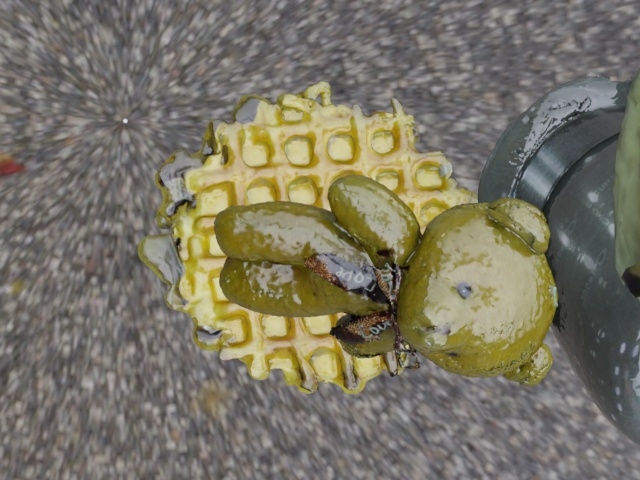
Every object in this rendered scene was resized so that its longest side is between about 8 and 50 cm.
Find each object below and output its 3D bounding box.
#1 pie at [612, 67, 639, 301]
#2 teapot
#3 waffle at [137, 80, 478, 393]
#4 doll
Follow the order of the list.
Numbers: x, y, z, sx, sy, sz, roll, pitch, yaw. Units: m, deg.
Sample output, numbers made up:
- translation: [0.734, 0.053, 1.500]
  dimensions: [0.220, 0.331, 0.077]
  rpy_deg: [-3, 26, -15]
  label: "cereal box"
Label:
- translation: [0.181, -0.005, 0.391]
  dimensions: [0.067, 0.302, 0.302]
  rpy_deg: [6, 94, -35]
  label: "pie"
- translation: [0.241, -0.037, 1.199]
  dimensions: [0.223, 0.285, 0.305]
  rpy_deg: [-7, 121, -24]
  label: "teapot"
- translation: [-0.010, -0.005, 1.577]
  dimensions: [0.329, 0.062, 0.329]
  rpy_deg: [0, 77, -2]
  label: "waffle"
- translation: [0.036, 0.030, 0.991]
  dimensions: [0.209, 0.097, 0.137]
  rpy_deg: [4, 125, 11]
  label: "doll"
